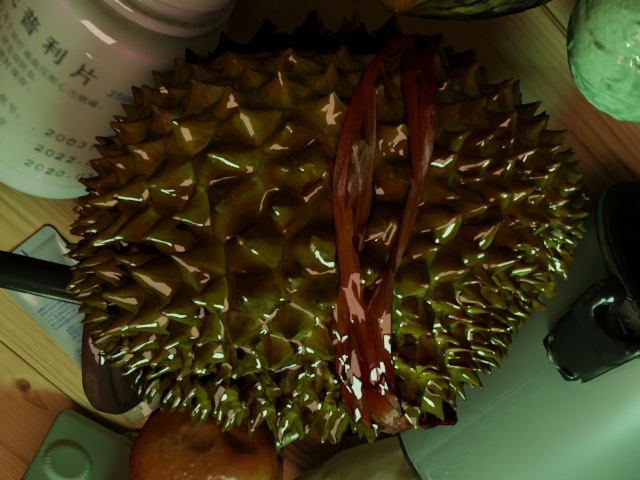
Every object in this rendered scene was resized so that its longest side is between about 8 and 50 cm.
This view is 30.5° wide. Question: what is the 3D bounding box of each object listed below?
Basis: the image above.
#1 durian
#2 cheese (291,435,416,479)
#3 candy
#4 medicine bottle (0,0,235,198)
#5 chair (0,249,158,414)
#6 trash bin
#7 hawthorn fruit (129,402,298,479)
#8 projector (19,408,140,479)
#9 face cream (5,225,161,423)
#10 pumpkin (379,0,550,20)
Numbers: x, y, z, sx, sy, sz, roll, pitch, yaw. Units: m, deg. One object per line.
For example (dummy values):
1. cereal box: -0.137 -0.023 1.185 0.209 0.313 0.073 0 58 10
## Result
1. durian: 0.001 0.001 0.855 0.384 0.347 0.347 -25 120 9
2. cheese: 0.046 0.337 1.244 0.248 0.251 0.173 -8 142 37
3. candy: 0.255 -0.234 0.721 0.119 0.119 0.440 16 145 4
4. medicine bottle: -0.168 -0.172 0.922 0.170 0.170 0.293 38 130 -15
5. chair: -0.279 0.029 1.093 0.401 0.226 0.226 11 131 8
6. trash bin: 0.223 0.111 0.996 0.262 0.277 0.217 -43 65 35
7. hawthorn fruit: -0.061 0.219 1.242 0.286 0.165 0.165 -17 123 14
8. projector: -0.278 0.324 1.384 0.177 0.163 0.242 29 136 -8
9. face cream: -0.247 0.090 1.253 0.114 0.070 0.224 -33 101 33
10. pumpkin: 0.138 -0.198 0.763 0.163 0.111 0.278 4 168 -17
